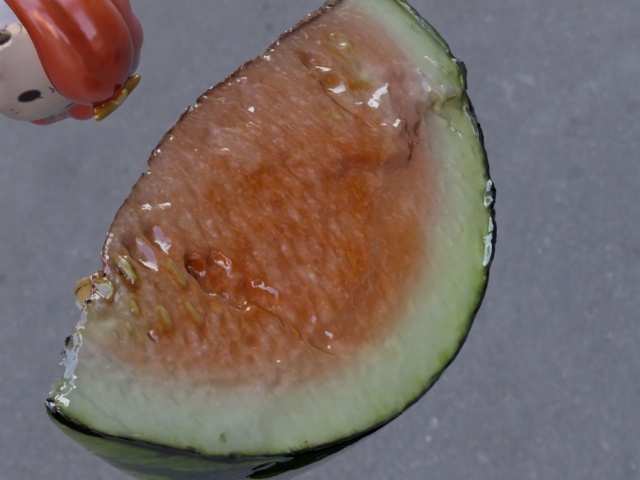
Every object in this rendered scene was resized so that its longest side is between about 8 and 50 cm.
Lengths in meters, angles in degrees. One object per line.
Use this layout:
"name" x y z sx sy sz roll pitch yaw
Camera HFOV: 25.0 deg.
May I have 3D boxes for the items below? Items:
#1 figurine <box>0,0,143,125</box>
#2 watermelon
"figurine" -0.256 -0.146 1.088 0.257 0.208 0.181 -17 84 10
"watermelon" -0.005 0.001 0.463 0.063 0.119 0.245 -25 23 41
